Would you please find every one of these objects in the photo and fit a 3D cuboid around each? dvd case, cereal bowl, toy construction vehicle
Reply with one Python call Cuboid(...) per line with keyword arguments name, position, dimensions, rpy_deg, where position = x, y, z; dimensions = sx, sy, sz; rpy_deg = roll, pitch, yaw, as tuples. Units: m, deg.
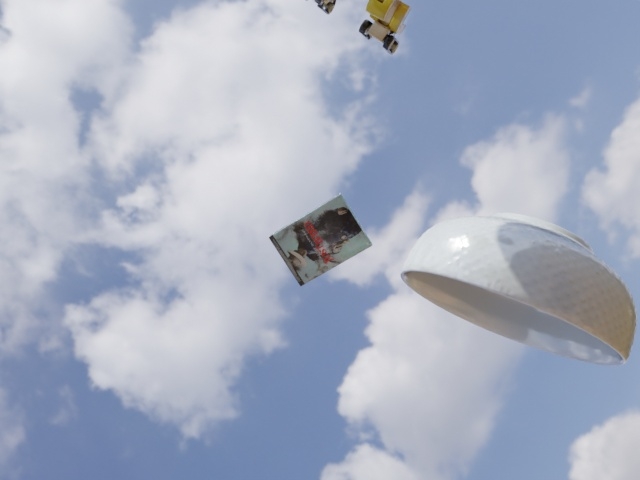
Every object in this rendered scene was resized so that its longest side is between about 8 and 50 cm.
Cuboid(name="dvd case", position=(0.000, 0.000, 1.062), dimensions=(0.087, 0.119, 0.013), rpy_deg=(58, -166, -10))
Cuboid(name="cereal bowl", position=(0.297, 0.054, 1.115), dimensions=(0.339, 0.339, 0.141), rpy_deg=(34, -104, -50))
Cuboid(name="toy construction vehicle", position=(0.019, -0.162, 0.499), dimensions=(0.035, 0.086, 0.098), rpy_deg=(-57, -8, 12))
